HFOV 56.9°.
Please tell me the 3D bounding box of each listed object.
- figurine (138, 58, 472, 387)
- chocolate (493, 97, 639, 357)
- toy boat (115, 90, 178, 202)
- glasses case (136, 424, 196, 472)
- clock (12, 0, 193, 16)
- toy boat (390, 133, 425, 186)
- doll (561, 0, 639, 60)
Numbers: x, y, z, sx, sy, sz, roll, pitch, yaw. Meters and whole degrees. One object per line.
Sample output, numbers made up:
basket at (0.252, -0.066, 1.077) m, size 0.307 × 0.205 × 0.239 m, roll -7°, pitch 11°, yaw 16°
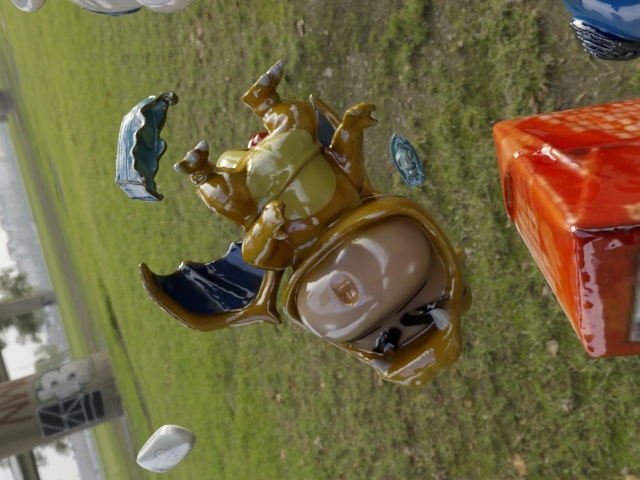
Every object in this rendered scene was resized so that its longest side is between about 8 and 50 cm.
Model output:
figurine at (0.022, -0.027, 0.770) m, size 0.387 × 0.401 × 0.268 m, roll 42°, pitch 142°, yaw -9°
chocolate at (0.256, -0.027, 0.403) m, size 0.234 × 0.238 × 0.108 m, roll -82°, pitch -16°, yaw -66°
toy boat at (-0.254, -0.146, 0.889) m, size 0.075 × 0.077 × 0.185 m, roll 68°, pitch -165°, yaw -59°
glasses case at (-0.313, 0.423, 1.196) m, size 0.197 × 0.076 × 0.049 m, roll -47°, pitch 22°, yaw 41°
clock at (-0.118, -0.203, 0.318) m, size 0.156 × 0.063 × 0.229 m, roll -40°, pitch 72°, yaw 16°
toy boat at (0.199, -0.185, 1.374) m, size 0.059 × 0.066 × 0.140 m, roll -18°, pitch 114°, yaw 24°
doll at (0.364, -0.372, 0.712) m, size 0.240 × 0.310 × 0.284 m, roll -101°, pitch 26°, yaw -56°
